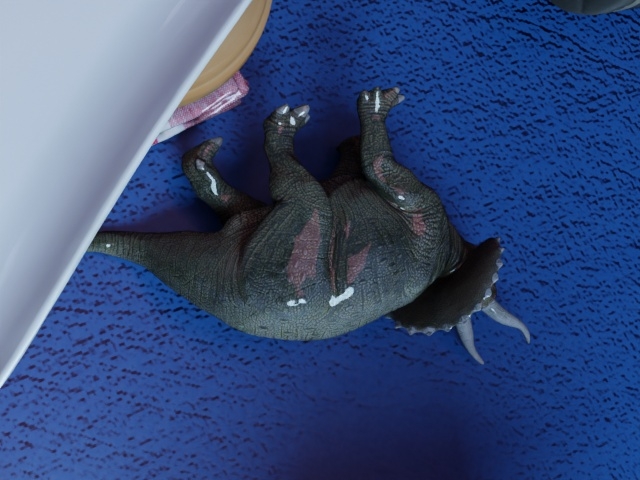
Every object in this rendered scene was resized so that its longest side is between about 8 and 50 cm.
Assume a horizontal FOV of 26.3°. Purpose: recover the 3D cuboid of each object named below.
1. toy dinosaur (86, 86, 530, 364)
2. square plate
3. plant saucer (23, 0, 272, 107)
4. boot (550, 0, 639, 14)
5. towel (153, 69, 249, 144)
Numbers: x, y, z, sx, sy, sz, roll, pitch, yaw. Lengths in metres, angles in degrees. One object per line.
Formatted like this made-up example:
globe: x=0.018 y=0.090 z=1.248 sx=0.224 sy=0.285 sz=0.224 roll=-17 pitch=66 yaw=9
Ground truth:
toy dinosaur: x=0.000 y=0.000 z=0.871 sx=0.313 sy=0.121 sz=0.160 roll=-5 pitch=69 yaw=-27
square plate: x=-0.239 y=-0.142 z=0.771 sx=0.344 sy=0.049 sz=0.347 roll=33 pitch=81 yaw=-6
plant saucer: x=-0.120 y=-0.179 z=0.855 sx=0.200 sy=0.037 sz=0.200 roll=4 pitch=79 yaw=-20
boot: x=0.277 y=-0.347 z=0.988 sx=0.284 sy=0.138 sz=0.377 roll=-4 pitch=94 yaw=-40
towel: x=-0.230 y=-0.125 z=0.841 sx=0.329 sy=0.037 sz=0.237 roll=-30 pitch=92 yaw=-24
